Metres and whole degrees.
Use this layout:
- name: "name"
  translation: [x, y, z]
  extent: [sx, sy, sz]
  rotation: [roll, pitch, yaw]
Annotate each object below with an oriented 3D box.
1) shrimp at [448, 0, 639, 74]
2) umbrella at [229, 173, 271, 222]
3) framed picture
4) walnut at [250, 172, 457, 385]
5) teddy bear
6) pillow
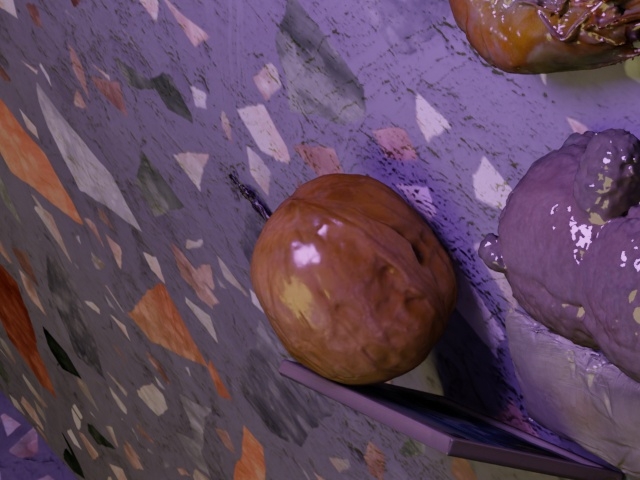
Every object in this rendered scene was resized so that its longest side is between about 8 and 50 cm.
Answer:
- name: "shrimp"
  translation: [0.184, -0.192, 1.303]
  extent: [0.267, 0.061, 0.145]
  rotation: [23, 130, 57]
- name: "umbrella"
  translation: [-0.077, -0.041, 2.085]
  extent: [0.122, 0.013, 0.022]
  rotation: [47, 167, 22]
- name: "framed picture"
  translation: [0.129, 0.189, 1.747]
  extent: [0.315, 0.232, 0.024]
  rotation: [17, 91, 56]
- name: "walnut"
  translation: [0.032, 0.039, 1.720]
  extent: [0.222, 0.195, 0.195]
  rotation: [53, 160, -22]
- name: "teddy bear"
  translation: [0.247, 0.021, 1.321]
  extent: [0.267, 0.151, 0.236]
  rotation: [24, 142, 55]
- name: "pillow"
  translation: [0.260, 0.153, 1.603]
  extent: [0.229, 0.050, 0.148]
  rotation: [30, 140, 54]
